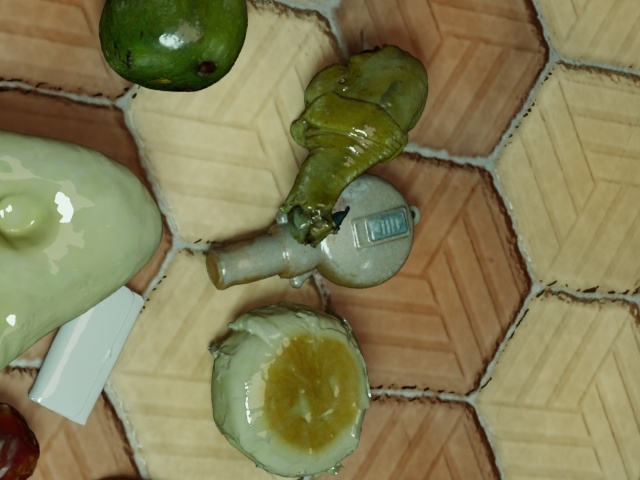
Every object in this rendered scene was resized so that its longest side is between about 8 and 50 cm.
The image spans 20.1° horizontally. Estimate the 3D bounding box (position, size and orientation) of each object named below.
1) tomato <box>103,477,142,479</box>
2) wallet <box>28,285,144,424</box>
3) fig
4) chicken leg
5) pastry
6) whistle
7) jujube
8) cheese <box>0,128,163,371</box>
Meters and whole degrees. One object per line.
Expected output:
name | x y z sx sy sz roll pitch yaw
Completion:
tomato | -0.154 0.282 1.537 0.155 0.069 0.155 -1 93 -28
wallet | -0.198 0.092 1.534 0.061 0.025 0.122 33 75 -33
fig | -0.118 -0.204 1.521 0.123 0.123 0.156 16 71 -29
chicken leg | 0.018 -0.089 1.599 0.103 0.088 0.227 32 64 5
pastry | -0.024 0.131 1.597 0.166 0.088 0.166 -3 96 -31
whistle | 0.000 0.000 1.624 0.220 0.057 0.107 -14 97 -26
jujube | -0.289 0.186 1.457 0.129 0.077 0.077 -34 107 -18
cheese | -0.311 0.063 1.409 0.351 0.129 0.328 15 81 -27
